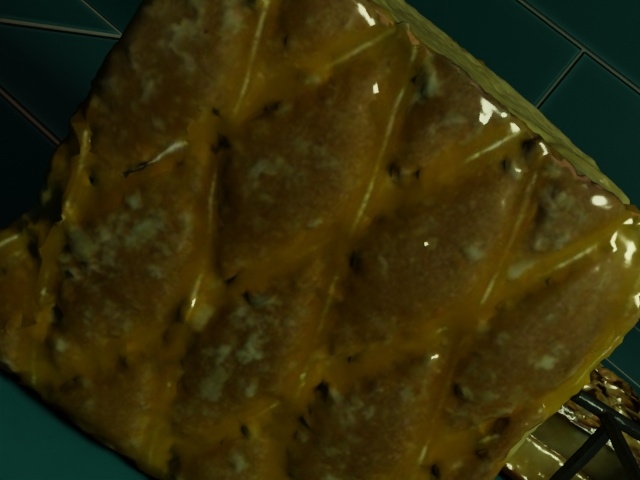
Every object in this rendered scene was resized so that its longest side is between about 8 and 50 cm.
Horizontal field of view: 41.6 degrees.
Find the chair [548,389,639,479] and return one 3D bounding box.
[{"bbox_3d":[0.257,0.237,0.582,0.260,0.141,0.154,31,21,-12],"label":"chair"}]

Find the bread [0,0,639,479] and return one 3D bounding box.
[{"bbox_3d":[0.000,0.000,0.483,0.279,0.279,0.207,34,17,-4],"label":"bread"}]

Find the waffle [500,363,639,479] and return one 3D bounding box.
[{"bbox_3d":[0.159,0.112,0.773,0.308,0.091,0.213,38,19,0],"label":"waffle"}]
